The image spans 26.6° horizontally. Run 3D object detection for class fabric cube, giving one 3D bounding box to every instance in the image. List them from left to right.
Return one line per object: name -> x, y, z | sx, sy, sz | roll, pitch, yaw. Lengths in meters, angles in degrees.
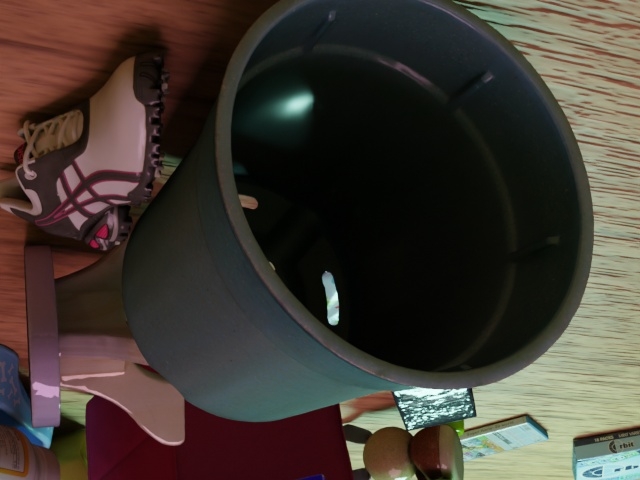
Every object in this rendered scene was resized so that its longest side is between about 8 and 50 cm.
fabric cube -> -0.136, 0.279, 1.738 | 0.254, 0.259, 0.258 | 8, 147, -29

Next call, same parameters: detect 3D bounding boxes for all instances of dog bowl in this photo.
dog bowl -> -0.439, 0.214, 1.723 | 0.166, 0.074, 0.297 | -11, 153, 6

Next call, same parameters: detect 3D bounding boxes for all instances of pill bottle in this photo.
pill bottle -> -0.420, 0.274, 1.633 | 0.117, 0.118, 0.208 | -25, 150, 30

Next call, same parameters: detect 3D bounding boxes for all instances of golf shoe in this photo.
golf shoe -> -0.206, -0.074, 1.189 | 0.120, 0.105, 0.273 | 10, 148, -19

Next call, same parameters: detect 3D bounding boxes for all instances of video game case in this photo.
video game case -> 0.280, 0.328, 2.225 | 0.166, 0.015, 0.119 | -18, 152, 19

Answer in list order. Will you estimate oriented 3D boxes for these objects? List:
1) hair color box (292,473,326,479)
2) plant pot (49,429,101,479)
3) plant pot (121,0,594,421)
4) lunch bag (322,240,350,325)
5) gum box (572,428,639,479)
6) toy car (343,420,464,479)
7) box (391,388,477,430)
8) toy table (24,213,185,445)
hair color box -> -0.051, 0.391, 1.588 | 0.185, 0.110, 0.339 | -13, 153, 3
plant pot -> -0.375, 0.382, 1.885 | 0.187, 0.212, 0.212 | -28, -173, -1
plant pot -> 0.000, 0.000, 1.179 | 0.341, 0.341, 0.334 | 6, 159, -27
lunch bag -> 0.068, 0.025, 1.474 | 0.219, 0.090, 0.176 | -7, 153, -2
gum box -> 0.522, 0.381, 2.370 | 0.157, 0.041, 0.184 | -10, 153, 5
toy car -> 0.119, 0.330, 2.044 | 0.188, 0.155, 0.149 | -4, 155, 12
box -> 0.123, 0.125, 1.616 | 0.093, 0.156, 0.158 | -12, 154, 5
toy table -> -0.219, 0.093, 1.378 | 0.160, 0.274, 0.252 | -3, 113, -14
